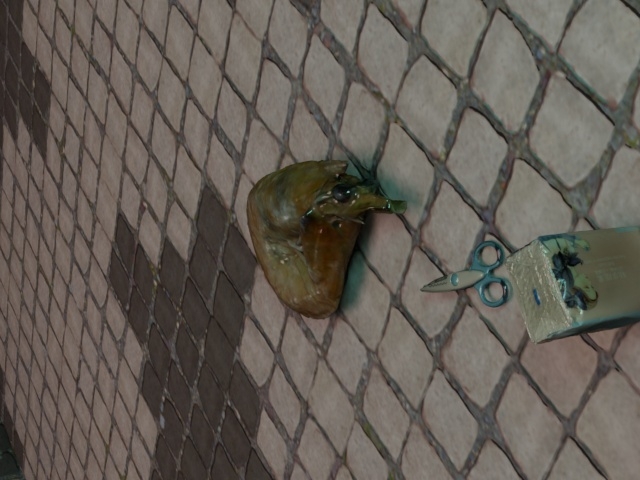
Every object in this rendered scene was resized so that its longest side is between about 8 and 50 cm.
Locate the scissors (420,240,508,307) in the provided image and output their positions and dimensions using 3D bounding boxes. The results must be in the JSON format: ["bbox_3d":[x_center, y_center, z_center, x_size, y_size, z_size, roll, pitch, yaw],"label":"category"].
[{"bbox_3d":[0.127,0.034,1.041,0.119,0.014,0.058,-15,82,58],"label":"scissors"}]

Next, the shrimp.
[{"bbox_3d":[0.000,0.000,1.211,0.317,0.077,0.168,-10,101,66],"label":"shrimp"}]

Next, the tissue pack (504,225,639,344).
[{"bbox_3d":[0.191,0.031,0.838,0.059,0.094,0.074,-47,56,58],"label":"tissue pack"}]
